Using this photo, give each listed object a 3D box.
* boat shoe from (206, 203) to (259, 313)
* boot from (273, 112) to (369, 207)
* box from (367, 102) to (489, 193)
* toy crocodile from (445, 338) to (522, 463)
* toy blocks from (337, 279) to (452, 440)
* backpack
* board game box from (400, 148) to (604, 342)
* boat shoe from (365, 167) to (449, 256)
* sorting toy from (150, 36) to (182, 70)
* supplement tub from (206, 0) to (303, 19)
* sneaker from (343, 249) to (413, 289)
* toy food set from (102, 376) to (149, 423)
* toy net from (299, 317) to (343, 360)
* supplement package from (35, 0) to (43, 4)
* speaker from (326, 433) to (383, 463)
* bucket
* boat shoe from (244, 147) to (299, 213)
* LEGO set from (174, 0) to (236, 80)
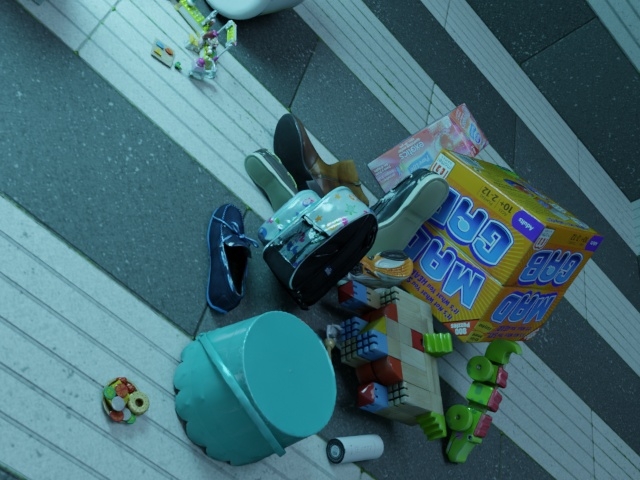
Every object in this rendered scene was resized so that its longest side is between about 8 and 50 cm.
[{"bbox_3d":[-0.177,0.031,1.639,0.109,0.089,0.258,22,51,-41],"label":"boat shoe"},{"bbox_3d":[0.016,-0.203,2.026,0.280,0.096,0.264,-11,74,-53],"label":"boot"},{"bbox_3d":[0.308,-0.248,2.232,0.142,0.300,0.154,57,35,-4],"label":"box"},{"bbox_3d":[0.410,0.405,1.970,0.115,0.105,0.340,36,76,-50],"label":"toy crocodile"},{"bbox_3d":[0.154,0.252,1.793,0.261,0.191,0.381,28,47,-39],"label":"toy blocks"},{"bbox_3d":[0.000,0.000,1.705,0.191,0.253,0.225,50,-6,24],"label":"backpack"},{"bbox_3d":[0.443,0.022,2.056,0.356,0.356,0.356,7,29,-48],"label":"board game box"},{"bbox_3d":[0.170,-0.054,1.962,0.127,0.340,0.113,32,15,-37],"label":"boat shoe"},{"bbox_3d":[-0.353,-0.431,1.805,0.083,0.012,0.062,32,45,-33],"label":"sorting toy"},{"bbox_3d":[-0.150,-0.722,2.058,0.235,0.235,0.325,58,36,-4],"label":"supplement tub"},{"bbox_3d":[0.087,0.080,1.898,0.262,0.121,0.099,8,56,-10],"label":"sneaker"},{"bbox_3d":[-0.339,0.275,1.337,0.083,0.020,0.082,58,36,-4],"label":"toy food set"},{"bbox_3d":[-0.013,0.229,1.745,0.232,0.045,0.122,-15,76,-55],"label":"toy net"},{"bbox_3d":[-0.539,-0.636,1.509,0.204,0.262,0.145,40,41,-26],"label":"supplement package"},{"bbox_3d":[0.077,0.452,1.687,0.136,0.055,0.055,9,60,-47],"label":"speaker"},{"bbox_3d":[-0.116,0.275,1.466,0.281,0.183,0.281,29,47,-36],"label":"bucket"},{"bbox_3d":[-0.088,-0.122,1.855,0.227,0.081,0.069,55,40,-4],"label":"boat shoe"},{"bbox_3d":[-0.281,-0.529,1.878,0.132,0.107,0.287,-2,68,-51],"label":"LEGO set"}]
